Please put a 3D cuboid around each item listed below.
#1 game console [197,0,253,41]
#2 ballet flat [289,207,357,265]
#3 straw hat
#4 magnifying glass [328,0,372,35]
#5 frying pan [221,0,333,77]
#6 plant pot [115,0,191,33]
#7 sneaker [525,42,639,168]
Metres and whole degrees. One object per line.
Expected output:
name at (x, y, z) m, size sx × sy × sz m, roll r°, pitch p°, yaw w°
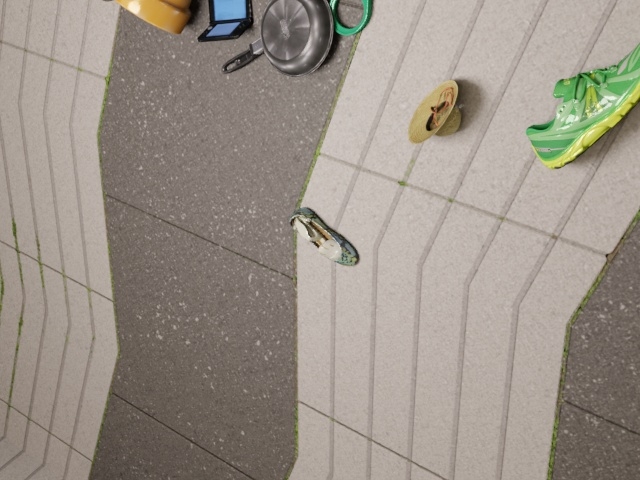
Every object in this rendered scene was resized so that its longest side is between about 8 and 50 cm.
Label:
game console at (-0.220, -0.508, 1.634) m, size 0.122 × 0.107 × 0.071 m, roll 5°, pitch 137°, yaw 32°
ballet flat at (0.000, 0.000, 1.666) m, size 0.188 × 0.070 × 0.070 m, roll 40°, pitch 123°, yaw 16°
straw hat at (0.242, -0.238, 1.423) m, size 0.061 × 0.144 × 0.144 m, roll 27°, pitch 129°, yaw -24°
magnifying glass at (0.087, -0.523, 1.456) m, size 0.092 × 0.026 × 0.231 m, roll 39°, pitch 125°, yaw 17°
frying pan at (-0.111, -0.461, 1.585) m, size 0.326 × 0.053 × 0.197 m, roll 12°, pitch 105°, yaw 35°
plant pot at (-0.359, -0.602, 1.626) m, size 0.205 × 0.205 × 0.188 m, roll 40°, pitch 108°, yaw 16°
sneaker at (0.470, -0.249, 1.244) m, size 0.123 × 0.109 × 0.295 m, roll 46°, pitch 125°, yaw 7°
